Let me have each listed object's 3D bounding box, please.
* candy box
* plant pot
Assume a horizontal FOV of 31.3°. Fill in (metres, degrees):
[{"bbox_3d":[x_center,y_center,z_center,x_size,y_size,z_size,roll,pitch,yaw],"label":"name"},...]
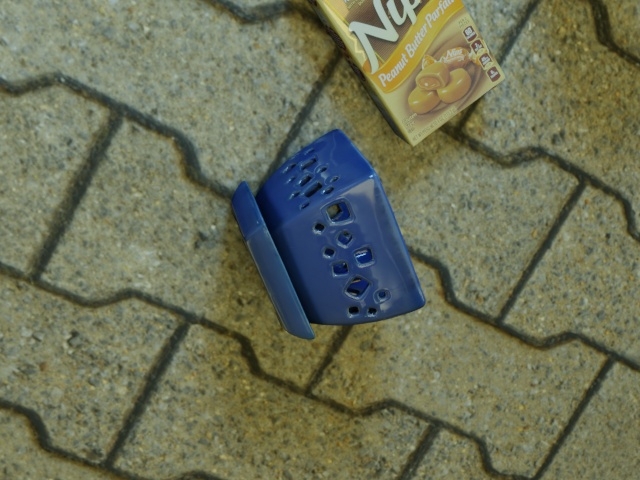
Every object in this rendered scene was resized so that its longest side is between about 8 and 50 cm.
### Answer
[{"bbox_3d":[0.119,-0.321,1.711,0.183,0.087,0.316,-37,115,-2],"label":"candy box"},{"bbox_3d":[0.000,0.000,1.712,0.212,0.236,0.236,-23,114,-3],"label":"plant pot"}]
